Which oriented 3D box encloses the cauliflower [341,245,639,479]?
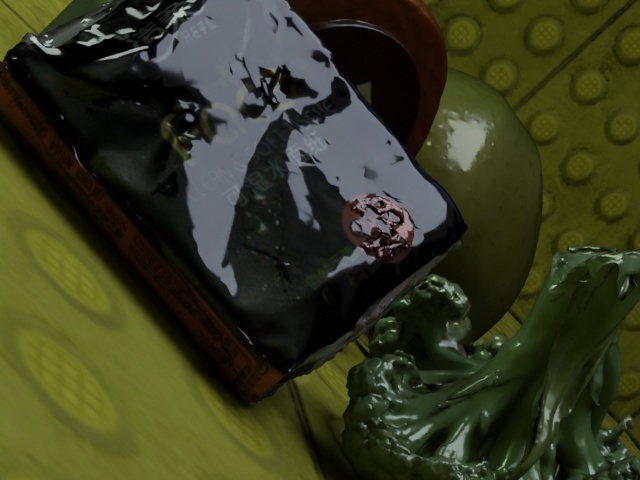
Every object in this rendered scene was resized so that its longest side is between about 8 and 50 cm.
[{"bbox_3d":[0.157,0.133,1.145,0.260,0.281,0.327,12,-5,39],"label":"cauliflower"}]

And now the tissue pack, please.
[{"bbox_3d":[-0.069,-0.059,1.066,0.245,0.123,0.332,-34,79,-39],"label":"tissue pack"}]

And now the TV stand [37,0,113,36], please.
[{"bbox_3d":[-0.149,-0.236,1.305,0.083,0.269,0.088,37,14,-53],"label":"TV stand"}]

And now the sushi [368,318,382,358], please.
[{"bbox_3d":[0.083,0.125,1.564,0.099,0.050,0.047,56,15,16],"label":"sushi"}]

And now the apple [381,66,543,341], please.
[{"bbox_3d":[0.143,-0.054,1.779,0.312,0.360,0.320,24,-32,3],"label":"apple"}]

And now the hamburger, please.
[{"bbox_3d":[-0.043,-0.191,1.469,0.330,0.330,0.250,40,10,-45],"label":"hamburger"}]
